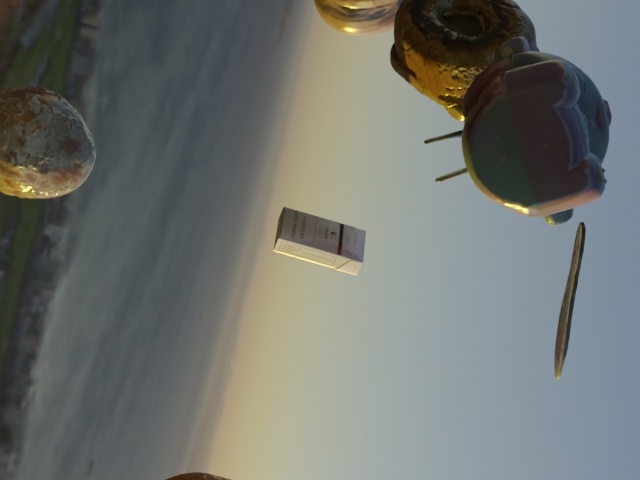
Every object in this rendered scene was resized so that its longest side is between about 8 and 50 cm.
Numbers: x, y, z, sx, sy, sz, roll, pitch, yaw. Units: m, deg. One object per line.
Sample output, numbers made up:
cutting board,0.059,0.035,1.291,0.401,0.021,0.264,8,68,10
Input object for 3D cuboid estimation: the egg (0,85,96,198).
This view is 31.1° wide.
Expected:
egg,-0.516,-0.174,2.064,0.203,0.245,0.203,-19,-123,33

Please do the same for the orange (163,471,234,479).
orange,-0.170,0.460,1.516,0.312,0.312,0.312,-166,-90,-88

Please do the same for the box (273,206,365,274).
box,0.000,0.000,1.990,0.084,0.154,0.040,-84,-166,-49

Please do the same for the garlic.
garlic,0.104,-0.556,2.235,0.317,0.259,0.317,13,90,-84

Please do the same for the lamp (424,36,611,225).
lamp,0.250,-0.126,1.475,0.301,0.247,0.247,-44,114,-72

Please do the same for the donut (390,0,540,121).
donut,0.231,-0.307,1.810,0.261,0.208,0.128,45,-24,41

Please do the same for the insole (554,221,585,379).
insole,0.288,0.071,1.331,0.065,0.006,0.193,-76,171,-70
